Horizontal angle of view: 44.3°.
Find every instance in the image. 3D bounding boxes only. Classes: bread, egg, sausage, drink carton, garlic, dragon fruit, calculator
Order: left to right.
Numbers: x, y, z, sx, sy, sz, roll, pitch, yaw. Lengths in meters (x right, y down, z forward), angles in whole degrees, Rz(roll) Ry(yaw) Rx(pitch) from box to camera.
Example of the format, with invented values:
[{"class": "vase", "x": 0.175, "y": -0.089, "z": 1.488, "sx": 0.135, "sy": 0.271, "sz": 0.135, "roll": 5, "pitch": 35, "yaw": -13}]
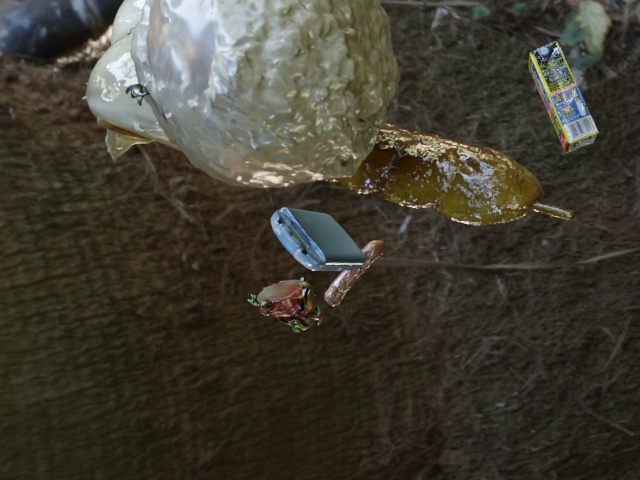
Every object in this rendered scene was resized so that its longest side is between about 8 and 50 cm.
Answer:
[{"class": "garlic", "x": -0.183, "y": -0.228, "z": 1.076, "sx": 0.313, "sy": 0.286, "sz": 0.249, "roll": 2, "pitch": 131, "yaw": 44}, {"class": "egg", "x": -0.056, "y": -0.189, "z": 0.813, "sx": 0.279, "sy": 0.279, "sz": 0.310, "roll": -48, "pitch": 47, "yaw": 35}, {"class": "dragon fruit", "x": -0.071, "y": 0.152, "z": 1.868, "sx": 0.175, "sy": 0.138, "sz": 0.142, "roll": 46, "pitch": 139, "yaw": -4}, {"class": "calculator", "x": 0.000, "y": 0.000, "z": 1.278, "sx": 0.039, "sy": 0.210, "sz": 0.121, "roll": -46, "pitch": 70, "yaw": 19}, {"class": "sausage", "x": 0.065, "y": 0.058, "z": 1.488, "sx": 0.036, "sy": 0.042, "sz": 0.158, "roll": 42, "pitch": 88, "yaw": 20}, {"class": "bread", "x": 0.135, "y": -0.085, "z": 0.939, "sx": 0.344, "sy": 0.124, "sz": 0.084, "roll": 19, "pitch": 132, "yaw": 29}, {"class": "drink carton", "x": 0.392, "y": -0.231, "z": 1.270, "sx": 0.056, "sy": 0.071, "sz": 0.166, "roll": -21, "pitch": 79, "yaw": 7}]
